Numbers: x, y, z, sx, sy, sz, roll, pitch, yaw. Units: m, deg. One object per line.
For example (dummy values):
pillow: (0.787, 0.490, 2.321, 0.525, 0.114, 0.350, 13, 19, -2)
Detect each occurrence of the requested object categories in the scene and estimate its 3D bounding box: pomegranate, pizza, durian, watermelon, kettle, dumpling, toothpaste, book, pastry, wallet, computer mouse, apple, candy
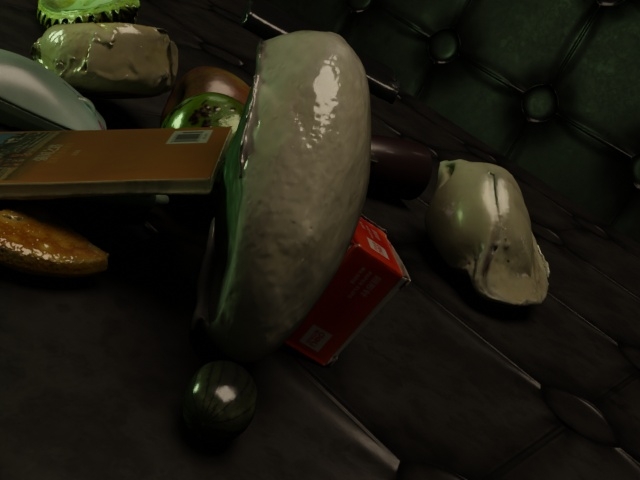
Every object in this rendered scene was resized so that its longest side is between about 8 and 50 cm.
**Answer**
pomegranate: (-0.198, -0.131, 1.316, 0.263, 0.211, 0.211, -25, 42, -12)
pizza: (-0.347, 0.004, 0.975, 0.175, 0.046, 0.134, 20, 23, -21)
durian: (-0.549, -0.562, 1.834, 0.163, 0.198, 0.394, 6, 28, -43)
watermelon: (-0.107, 0.170, 0.853, 0.078, 0.078, 0.110, 25, 20, -8)
kettle: (0.122, -0.192, 1.915, 0.232, 0.144, 0.202, 10, 7, -34)
dumpling: (0.382, -0.009, 1.697, 0.316, 0.233, 0.395, 22, 36, -24)
toothpaste: (-0.340, -0.069, 1.158, 0.268, 0.047, 0.069, 5, 50, -42)
book: (-0.316, -0.111, 1.075, 0.374, 0.028, 0.262, -2, 23, 1)
pastry: (-0.398, -0.334, 1.485, 0.265, 0.133, 0.265, 3, 5, 0)
wallet: (0.000, -0.465, 1.926, 0.406, 0.062, 0.228, 24, 22, -14)
computer mouse: (-0.489, -0.252, 1.319, 0.289, 0.097, 0.159, 16, 22, -24)
apple: (-0.203, -0.228, 1.506, 0.174, 0.188, 0.188, 23, 21, -28)
candy: (-0.048, -0.049, 1.014, 0.186, 0.386, 0.426, 18, 56, -10)

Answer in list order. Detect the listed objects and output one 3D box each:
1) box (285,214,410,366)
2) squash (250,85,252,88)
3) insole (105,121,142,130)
box: (0.024, 0.063, 1.109, 0.099, 0.182, 0.133, 33, 16, -22)
squash: (-0.102, -0.238, 1.611, 0.133, 0.220, 0.220, 22, 21, -29)
insole: (-0.392, -0.206, 1.468, 0.064, 0.004, 0.188, 36, 22, 19)
